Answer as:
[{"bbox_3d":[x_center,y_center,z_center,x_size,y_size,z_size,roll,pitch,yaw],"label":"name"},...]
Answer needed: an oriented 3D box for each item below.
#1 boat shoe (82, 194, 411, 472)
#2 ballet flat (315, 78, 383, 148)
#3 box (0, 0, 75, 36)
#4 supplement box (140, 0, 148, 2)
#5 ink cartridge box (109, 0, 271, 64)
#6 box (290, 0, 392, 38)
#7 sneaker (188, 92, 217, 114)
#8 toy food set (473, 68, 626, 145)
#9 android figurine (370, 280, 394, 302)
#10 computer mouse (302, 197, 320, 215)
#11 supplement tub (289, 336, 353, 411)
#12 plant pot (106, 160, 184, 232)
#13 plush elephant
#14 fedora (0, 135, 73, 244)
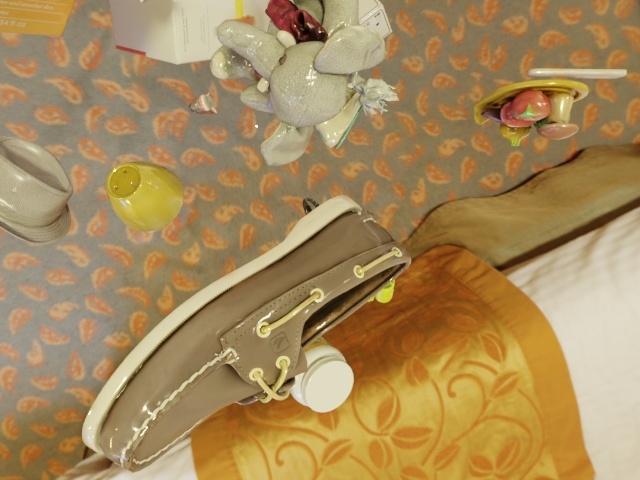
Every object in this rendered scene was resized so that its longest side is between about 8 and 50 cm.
[{"bbox_3d":[-0.043,0.079,0.427,0.097,0.116,0.324,38,56,19],"label":"boat shoe"},{"bbox_3d":[0.064,-0.308,1.089,0.086,0.086,0.248,44,55,-15],"label":"ballet flat"},{"bbox_3d":[-0.414,-0.458,0.605,0.168,0.215,0.345,46,121,5],"label":"box"},{"bbox_3d":[-0.358,-0.521,0.925,0.062,0.036,0.098,-38,109,24],"label":"supplement box"},{"bbox_3d":[-0.357,-0.631,1.397,0.279,0.385,0.160,22,123,29],"label":"ink cartridge box"},{"bbox_3d":[0.019,-0.549,1.135,0.169,0.087,0.290,-36,61,8],"label":"box"},{"bbox_3d":[-0.358,-0.408,1.451,0.065,0.158,0.061,-17,99,5],"label":"sneaker"},{"bbox_3d":[0.300,-0.174,0.679,0.128,0.218,0.071,1,92,-4],"label":"toy food set"},{"bbox_3d":[0.051,0.068,1.097,0.248,0.273,0.056,23,66,14],"label":"android figurine"},{"bbox_3d":[0.000,0.000,1.291,0.071,0.041,0.242,-13,79,-21],"label":"computer mouse"},{"bbox_3d":[-0.028,0.293,1.123,0.144,0.200,0.144,-9,108,-29],"label":"supplement tub"},{"bbox_3d":[-0.333,-0.091,0.877,0.134,0.095,0.134,-3,75,10],"label":"plant pot"},{"bbox_3d":[-0.037,-0.266,0.713,0.330,0.255,0.272,35,122,-6],"label":"plush elephant"},{"bbox_3d":[-0.677,-0.136,1.111,0.124,0.243,0.275,-39,101,20],"label":"fedora"}]
